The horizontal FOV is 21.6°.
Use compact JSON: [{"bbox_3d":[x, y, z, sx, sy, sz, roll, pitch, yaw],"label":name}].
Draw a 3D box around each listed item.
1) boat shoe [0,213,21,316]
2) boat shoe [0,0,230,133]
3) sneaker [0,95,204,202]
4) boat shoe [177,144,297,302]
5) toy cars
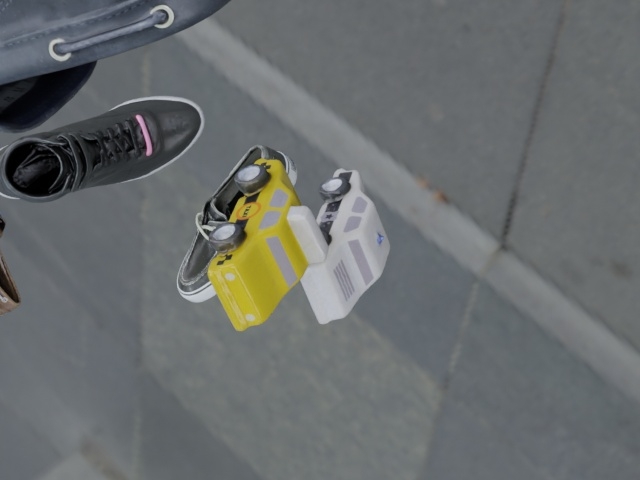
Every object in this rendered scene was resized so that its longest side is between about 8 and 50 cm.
[{"bbox_3d":[-0.350,-0.008,1.685,0.066,0.066,0.183,-12,112,15],"label":"boat shoe"},{"bbox_3d":[-0.250,-0.143,1.183,0.500,0.187,0.156,-20,115,40],"label":"boat shoe"},{"bbox_3d":[-0.286,-0.112,2.165,0.147,0.296,0.104,-142,35,-78],"label":"sneaker"},{"bbox_3d":[-0.119,-0.024,2.055,0.070,0.219,0.078,24,-167,-49],"label":"boat shoe"},{"bbox_3d":[0.000,0.000,1.770,0.087,0.394,0.176,-7,87,23],"label":"toy cars"}]
